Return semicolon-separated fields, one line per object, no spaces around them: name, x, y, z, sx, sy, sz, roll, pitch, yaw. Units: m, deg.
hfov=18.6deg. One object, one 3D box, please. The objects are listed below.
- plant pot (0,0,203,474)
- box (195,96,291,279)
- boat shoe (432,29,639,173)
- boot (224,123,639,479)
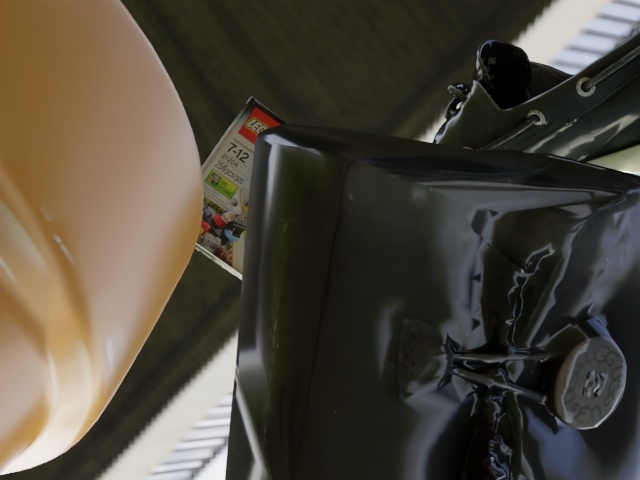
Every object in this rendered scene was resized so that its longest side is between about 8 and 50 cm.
plant pot;-0.155;0.026;0.426;0.205;0.205;0.188;-4;-134;36
box;0.000;0.000;1.435;0.207;0.036;0.114;34;-98;-5
boat shoe;0.145;-0.086;1.298;0.340;0.127;0.113;-18;-84;38
boot;0.105;0.185;0.866;0.146;0.367;0.445;4;-91;47
